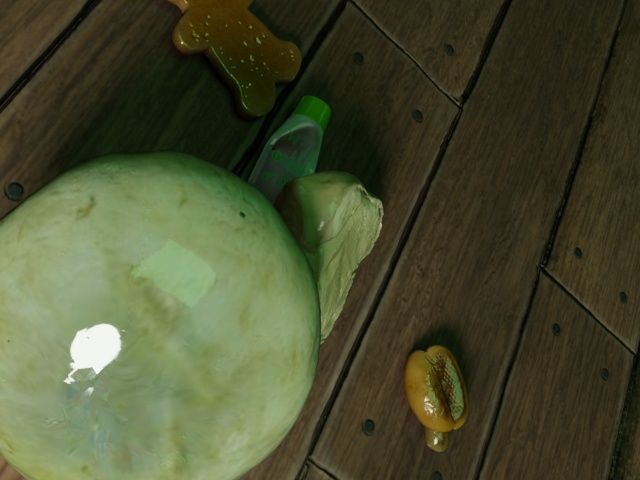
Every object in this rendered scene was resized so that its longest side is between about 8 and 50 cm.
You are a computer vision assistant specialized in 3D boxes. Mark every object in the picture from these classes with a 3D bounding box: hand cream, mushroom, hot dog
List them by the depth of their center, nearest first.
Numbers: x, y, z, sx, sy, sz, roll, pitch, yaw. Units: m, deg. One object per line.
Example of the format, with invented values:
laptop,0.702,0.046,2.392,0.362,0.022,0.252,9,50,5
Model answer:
mushroom,-0.165,0.088,0.791,0.352,0.260,0.352,-3,109,-10
hand cream,-0.054,-0.071,1.091,0.079,0.050,0.275,23,65,0
hot dog,0.160,0.216,1.143,0.089,0.060,0.140,-15,77,-35

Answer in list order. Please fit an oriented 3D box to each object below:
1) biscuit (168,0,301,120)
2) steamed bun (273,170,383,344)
biscuit,-0.134,-0.288,1.104,0.250,0.036,0.165,47,53,-19
steamed bun,-0.006,-0.010,1.031,0.110,0.212,0.231,17,52,17
